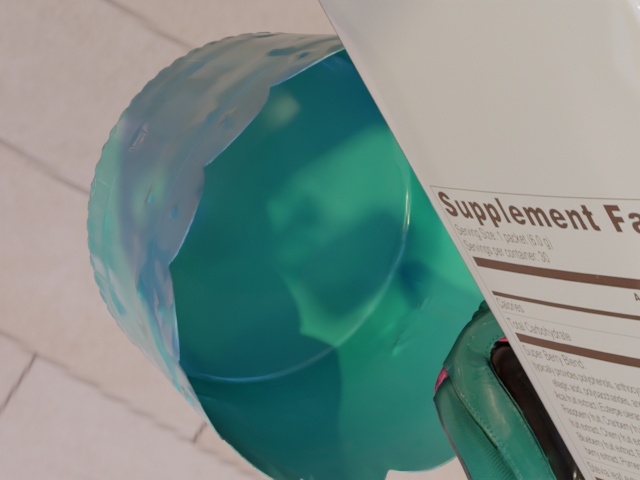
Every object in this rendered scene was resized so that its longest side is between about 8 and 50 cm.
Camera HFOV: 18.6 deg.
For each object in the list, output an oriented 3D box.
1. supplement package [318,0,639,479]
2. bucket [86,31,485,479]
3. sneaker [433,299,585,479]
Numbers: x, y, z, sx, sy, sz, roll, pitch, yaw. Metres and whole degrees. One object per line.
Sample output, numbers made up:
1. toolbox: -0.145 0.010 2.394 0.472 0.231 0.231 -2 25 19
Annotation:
1. supplement package: 0.161 -0.014 0.616 0.177 0.175 0.293 -36 107 -20
2. bucket: 0.000 0.000 1.199 0.281 0.183 0.281 -7 106 -25
3. sneaker: 0.156 0.126 0.864 0.178 0.295 0.124 -44 152 -3
